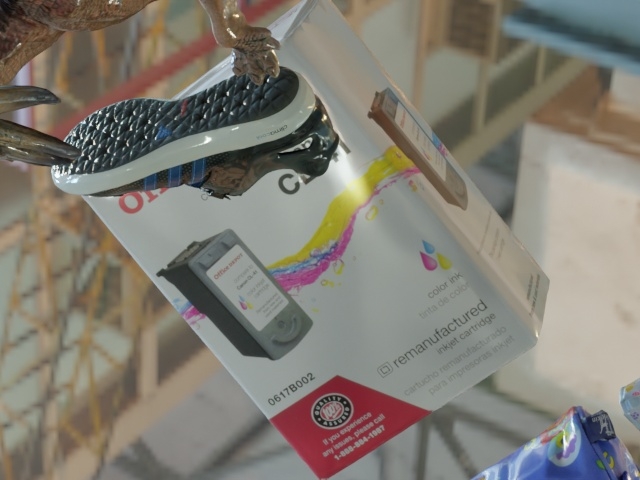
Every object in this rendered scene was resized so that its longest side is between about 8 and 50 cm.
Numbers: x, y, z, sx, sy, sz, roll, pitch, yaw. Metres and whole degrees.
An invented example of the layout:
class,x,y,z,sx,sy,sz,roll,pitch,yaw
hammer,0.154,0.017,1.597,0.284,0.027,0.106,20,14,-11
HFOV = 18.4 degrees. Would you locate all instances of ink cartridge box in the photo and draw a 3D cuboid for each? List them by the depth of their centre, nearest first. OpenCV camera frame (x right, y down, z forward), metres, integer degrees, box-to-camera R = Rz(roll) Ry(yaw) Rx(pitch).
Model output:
class,x,y,z,sx,sy,sz,roll,pitch,yaw
ink cartridge box,0.000,0.000,1.543,0.226,0.306,0.131,-35,-167,22

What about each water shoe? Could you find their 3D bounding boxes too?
class,x,y,z,sx,sy,sz,roll,pitch,yaw
water shoe,-0.084,-0.051,1.293,0.203,0.080,0.073,-12,-136,31

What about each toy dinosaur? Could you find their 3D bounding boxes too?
class,x,y,z,sx,sy,sz,roll,pitch,yaw
toy dinosaur,-0.093,-0.139,0.775,0.127,0.295,0.200,32,-147,17

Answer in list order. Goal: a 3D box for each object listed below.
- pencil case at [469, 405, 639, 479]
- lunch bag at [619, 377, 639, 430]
class,x,y,z,sx,sy,sz,roll,pitch,yaw
pencil case,0.132,0.259,1.594,0.306,0.119,0.133,-36,-161,8
lunch bag,0.279,0.122,1.549,0.083,0.071,0.053,12,-127,-64
